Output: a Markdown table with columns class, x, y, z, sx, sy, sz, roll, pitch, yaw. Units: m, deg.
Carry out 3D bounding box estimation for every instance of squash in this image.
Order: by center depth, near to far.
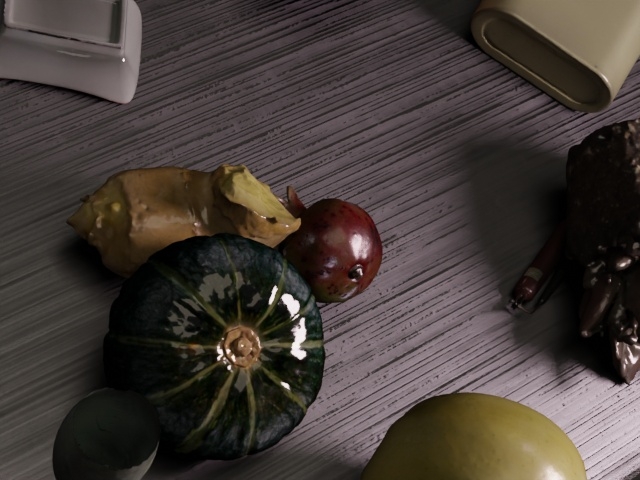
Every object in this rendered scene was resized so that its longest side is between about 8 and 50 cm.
| class | x | y | z | sx | sy | sz | roll | pitch | yaw |
| --- | --- | --- | --- | --- | --- | --- | --- | --- | --- |
| squash | -0.117 | 0.118 | 1.815 | 0.252 | 0.165 | 0.252 | 1 | 88 | -23 |

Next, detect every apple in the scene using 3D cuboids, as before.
| class | x | y | z | sx | sy | sz | roll | pitch | yaw |
| --- | --- | --- | --- | --- | --- | --- | --- | --- | --- |
| apple | 0.164 | 0.297 | 1.816 | 0.262 | 0.262 | 0.262 | 10 | 60 | -17 |

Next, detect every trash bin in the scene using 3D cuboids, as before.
| class | x | y | z | sx | sy | sz | roll | pitch | yaw |
| --- | --- | --- | --- | --- | --- | --- | --- | --- | --- |
| trash bin | 0.355 | -0.333 | 2.309 | 0.243 | 0.121 | 0.247 | 34 | 58 | -2 |

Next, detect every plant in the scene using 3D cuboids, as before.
| class | x | y | z | sx | sy | sz | roll | pitch | yaw |
| --- | --- | --- | --- | --- | --- | --- | --- | --- | --- |
| plant | 0.410 | 0.013 | 2.094 | 0.194 | 0.181 | 0.320 | 6 | 63 | -33 |

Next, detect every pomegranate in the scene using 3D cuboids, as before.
| class | x | y | z | sx | sy | sz | roll | pitch | yaw |
| --- | --- | --- | --- | --- | --- | --- | --- | --- | --- |
| pomegranate | 0.007 | -0.003 | 1.988 | 0.129 | 0.129 | 0.159 | -3 | 56 | -23 |

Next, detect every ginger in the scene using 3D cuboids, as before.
| class | x | y | z | sx | sy | sz | roll | pitch | yaw |
| --- | --- | --- | --- | --- | --- | --- | --- | --- | --- |
| ginger | -0.159 | -0.023 | 1.918 | 0.267 | 0.152 | 0.138 | -9 | 56 | -4 |

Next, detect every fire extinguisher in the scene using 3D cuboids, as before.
| class | x | y | z | sx | sy | sz | roll | pitch | yaw |
| --- | --- | --- | --- | --- | --- | --- | --- | --- | --- |
| fire extinguisher | 0.292 | 0.043 | 2.133 | 0.173 | 0.035 | 0.049 | -50 | 126 | -34 |

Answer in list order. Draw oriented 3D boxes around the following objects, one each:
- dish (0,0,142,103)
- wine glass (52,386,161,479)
| class | x | y | z | sx | sy | sz | roll | pitch | yaw |
| --- | --- | --- | --- | --- | --- | --- | --- | --- | --- |
| dish | -0.320 | -0.265 | 2.023 | 0.212 | 0.077 | 0.151 | 10 | 60 | -16 |
| wine glass | -0.160 | 0.267 | 1.659 | 0.264 | 0.309 | 0.096 | 19 | 57 | -12 |
